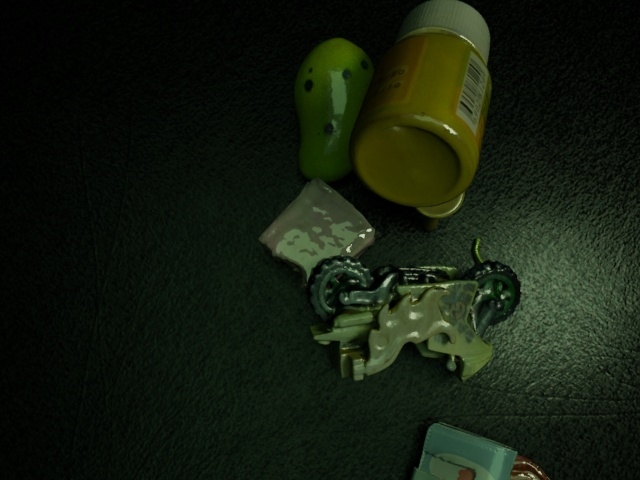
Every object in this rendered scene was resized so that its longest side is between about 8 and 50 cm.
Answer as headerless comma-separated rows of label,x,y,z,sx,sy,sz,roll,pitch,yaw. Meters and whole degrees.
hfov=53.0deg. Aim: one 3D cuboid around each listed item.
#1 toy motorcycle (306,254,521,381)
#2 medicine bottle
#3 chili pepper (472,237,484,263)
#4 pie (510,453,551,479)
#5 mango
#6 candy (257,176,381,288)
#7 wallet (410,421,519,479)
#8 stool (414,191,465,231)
toy motorcycle,0.172,0.145,1.192,0.410,0.169,0.237,4,100,-11
medicine bottle,0.199,-0.265,1.187,0.224,0.224,0.384,18,54,3
chili pepper,0.331,0.035,1.307,0.030,0.017,0.083,-29,84,-13
pie,0.361,0.499,1.218,0.182,0.049,0.182,-1,80,5
mango,0.029,-0.259,1.293,0.175,0.143,0.293,7,91,3
candy,0.000,0.000,1.252,0.185,0.137,0.195,44,82,6
wallet,0.248,0.480,1.185,0.176,0.075,0.250,13,81,26
stool,0.223,-0.089,1.278,0.135,0.110,0.134,0,83,-1
